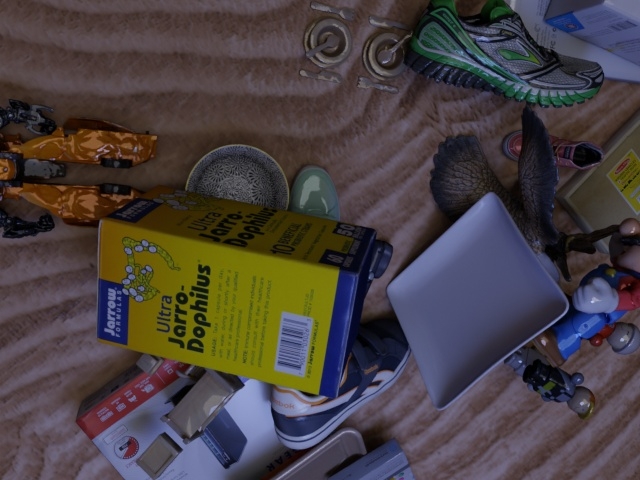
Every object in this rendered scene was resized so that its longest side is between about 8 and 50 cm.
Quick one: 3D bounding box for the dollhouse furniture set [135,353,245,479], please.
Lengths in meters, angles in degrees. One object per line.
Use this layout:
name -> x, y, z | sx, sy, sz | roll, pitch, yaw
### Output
dollhouse furniture set -> -0.245, 0.249, 1.050 | 0.161, 0.101, 0.182 | 42, 87, 9

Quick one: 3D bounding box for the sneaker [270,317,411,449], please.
sneaker -> 0.045, 0.204, 1.105 | 0.321, 0.126, 0.127 | -36, 130, -38

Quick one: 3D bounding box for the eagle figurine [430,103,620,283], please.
eagle figurine -> 0.358, -0.067, 1.175 | 0.226, 0.225, 0.298 | -44, 117, 11

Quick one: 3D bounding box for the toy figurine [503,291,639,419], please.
toy figurine -> 0.467, 0.206, 1.225 | 0.148, 0.213, 0.210 | 30, 90, -3

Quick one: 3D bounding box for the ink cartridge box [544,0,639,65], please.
ink cartridge box -> 0.552, -0.423, 1.122 | 0.232, 0.171, 0.168 | 18, 93, -16

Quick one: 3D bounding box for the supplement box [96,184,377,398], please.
supplement box -> -0.117, 0.063, 0.959 | 0.356, 0.194, 0.195 | 11, 111, 8

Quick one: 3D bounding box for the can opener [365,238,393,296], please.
can opener -> 0.073, 0.082, 1.188 | 0.073, 0.059, 0.186 | 25, 91, -17

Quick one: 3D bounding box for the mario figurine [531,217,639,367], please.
mario figurine -> 0.457, 0.049, 1.043 | 0.320, 0.198, 0.170 | -39, 121, 12

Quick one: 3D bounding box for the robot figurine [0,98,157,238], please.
robot figurine -> -0.408, -0.106, 1.026 | 0.291, 0.085, 0.211 | 3, 97, -15

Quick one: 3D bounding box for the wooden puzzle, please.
wooden puzzle -> -0.031, 0.416, 1.161 | 0.238, 0.044, 0.221 | -29, 148, -9

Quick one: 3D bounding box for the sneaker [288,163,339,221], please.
sneaker -> 0.000, 0.000, 1.110 | 0.094, 0.151, 0.256 | 0, 97, -12

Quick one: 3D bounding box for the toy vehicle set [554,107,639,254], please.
toy vehicle set -> 0.611, -0.121, 1.302 | 0.267, 0.035, 0.166 | -44, 106, -4

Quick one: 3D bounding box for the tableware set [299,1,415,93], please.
tableware set -> 0.068, -0.333, 1.133 | 0.194, 0.039, 0.128 | 8, 97, -15

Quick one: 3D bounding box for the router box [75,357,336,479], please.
router box -> -0.190, 0.309, 1.145 | 0.335, 0.082, 0.301 | -36, 105, -7

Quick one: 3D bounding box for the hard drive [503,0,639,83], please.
hard drive -> 0.491, -0.429, 1.220 | 0.353, 0.047, 0.233 | 4, 97, -14

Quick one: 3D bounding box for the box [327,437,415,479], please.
box -> 0.105, 0.465, 1.226 | 0.145, 0.038, 0.186 | -29, 132, -9

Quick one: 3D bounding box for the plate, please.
plate -> 0.252, 0.099, 1.091 | 0.045, 0.277, 0.278 | 24, 121, -34

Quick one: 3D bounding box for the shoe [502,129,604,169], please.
shoe -> 0.438, -0.170, 1.228 | 0.178, 0.081, 0.064 | 7, 97, -15

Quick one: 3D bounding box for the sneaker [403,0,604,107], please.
sneaker -> 0.323, -0.317, 1.103 | 0.343, 0.134, 0.146 | 11, 116, -9

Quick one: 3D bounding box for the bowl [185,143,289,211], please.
bowl -> -0.143, -0.076, 1.099 | 0.170, 0.080, 0.170 | -2, 98, -14
